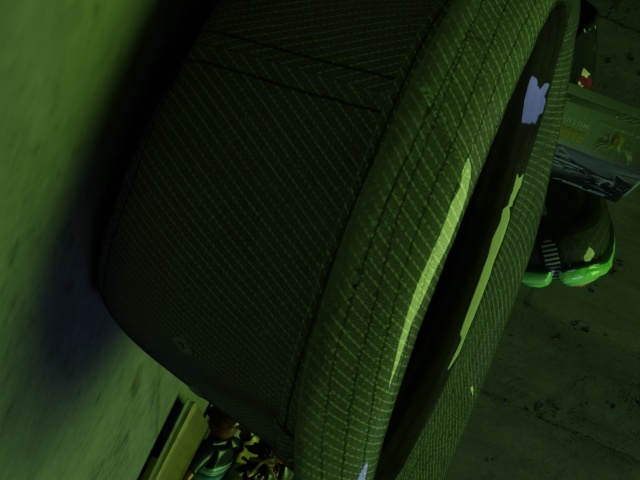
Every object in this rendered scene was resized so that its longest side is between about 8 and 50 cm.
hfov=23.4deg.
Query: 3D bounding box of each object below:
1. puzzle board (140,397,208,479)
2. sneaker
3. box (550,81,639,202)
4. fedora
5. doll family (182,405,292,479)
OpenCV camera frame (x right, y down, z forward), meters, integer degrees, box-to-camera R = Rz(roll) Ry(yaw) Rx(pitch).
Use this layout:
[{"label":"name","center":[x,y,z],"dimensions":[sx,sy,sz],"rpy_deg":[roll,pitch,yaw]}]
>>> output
[{"label":"puzzle board","center":[-0.096,0.145,0.928],"dimensions":[0.096,0.011,0.128],"rpy_deg":[-63,174,-12]},{"label":"sneaker","center":[0.205,-0.149,1.608],"dimensions":[0.202,0.185,0.482],"rpy_deg":[85,1,-48]},{"label":"box","center":[0.182,-0.109,1.385],"dimensions":[0.183,0.231,0.056],"rpy_deg":[64,47,-85]},{"label":"fedora","center":[0.003,-0.006,0.564],"dimensions":[0.275,0.124,0.243],"rpy_deg":[69,43,-72]},{"label":"doll family","center":[-0.050,0.154,1.121],"dimensions":[0.111,0.076,0.193],"rpy_deg":[-62,174,23]}]
